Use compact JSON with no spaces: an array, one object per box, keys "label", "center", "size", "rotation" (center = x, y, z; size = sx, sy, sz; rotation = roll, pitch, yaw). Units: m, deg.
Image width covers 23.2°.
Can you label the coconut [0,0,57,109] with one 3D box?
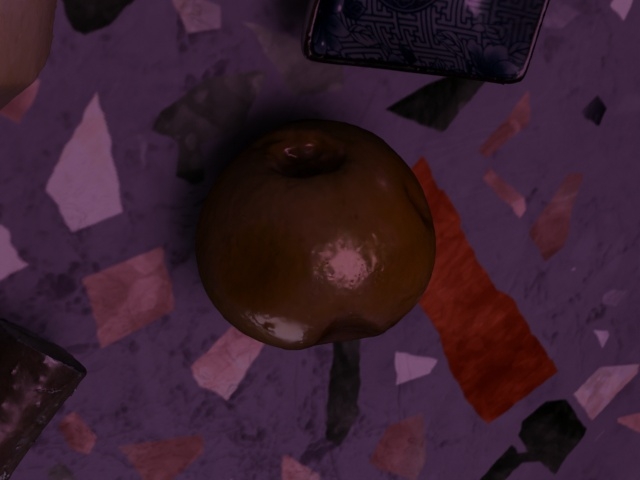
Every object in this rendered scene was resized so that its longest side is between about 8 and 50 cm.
[{"label":"coconut","center":[-0.301,-0.213,0.979],"size":[0.323,0.323,0.323],"rotation":[-16,123,-25]}]

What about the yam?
[{"label":"yam","center":[-0.307,0.188,1.331],"size":[0.093,0.093,0.259],"rotation":[33,95,-41]}]

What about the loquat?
[{"label":"loquat","center":[-0.003,0.003,1.358],"size":[0.213,0.213,0.213],"rotation":[-16,123,-25]}]

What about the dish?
[{"label":"dish","center":[0.090,-0.241,1.354],"size":[0.243,0.080,0.181],"rotation":[3,114,-32]}]
